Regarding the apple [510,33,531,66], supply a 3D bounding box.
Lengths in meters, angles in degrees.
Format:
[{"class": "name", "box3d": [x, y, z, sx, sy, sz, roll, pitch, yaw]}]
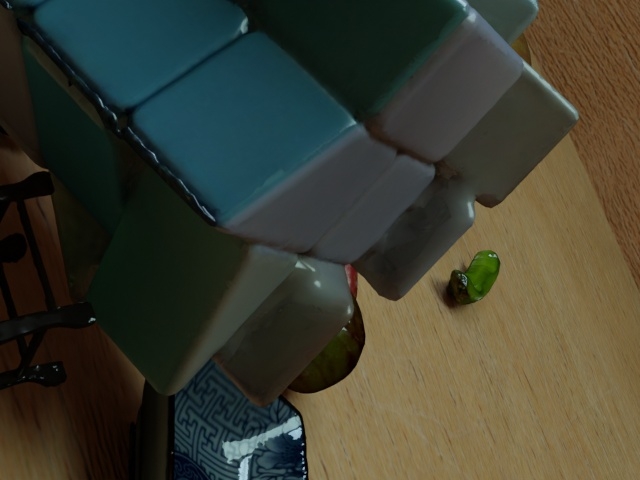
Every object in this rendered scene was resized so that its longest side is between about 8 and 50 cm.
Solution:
[{"class": "apple", "box3d": [0.156, -0.220, 1.972, 0.194, 0.261, 0.260, 10, 53, -51]}]

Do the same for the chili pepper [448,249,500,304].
[{"class": "chili pepper", "box3d": [0.202, 0.054, 1.997, 0.052, 0.050, 0.202, 48, 20, 6]}]

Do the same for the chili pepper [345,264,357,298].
[{"class": "chili pepper", "box3d": [0.000, 0.000, 1.557, 0.063, 0.071, 0.272, 106, -24, -59]}]

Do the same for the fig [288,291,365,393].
[{"class": "fig", "box3d": [-0.023, 0.061, 1.361, 0.154, 0.103, 0.109, 60, -4, -29]}]

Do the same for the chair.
[{"class": "chair", "box3d": [-0.257, 0.039, 0.868, 0.229, 0.113, 0.106, -10, 68, -29]}]

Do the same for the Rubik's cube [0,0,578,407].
[{"class": "Rubik's cube", "box3d": [-0.060, -0.116, 1.002, 0.387, 0.358, 0.368, 48, 9, 18]}]

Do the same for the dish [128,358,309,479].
[{"class": "dish", "box3d": [-0.083, 0.186, 1.079, 0.182, 0.080, 0.243, 47, 25, -36]}]

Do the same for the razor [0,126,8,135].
[{"class": "razor", "box3d": [-0.259, -0.102, 1.105, 0.028, 0.044, 0.154, 41, 9, 25]}]
